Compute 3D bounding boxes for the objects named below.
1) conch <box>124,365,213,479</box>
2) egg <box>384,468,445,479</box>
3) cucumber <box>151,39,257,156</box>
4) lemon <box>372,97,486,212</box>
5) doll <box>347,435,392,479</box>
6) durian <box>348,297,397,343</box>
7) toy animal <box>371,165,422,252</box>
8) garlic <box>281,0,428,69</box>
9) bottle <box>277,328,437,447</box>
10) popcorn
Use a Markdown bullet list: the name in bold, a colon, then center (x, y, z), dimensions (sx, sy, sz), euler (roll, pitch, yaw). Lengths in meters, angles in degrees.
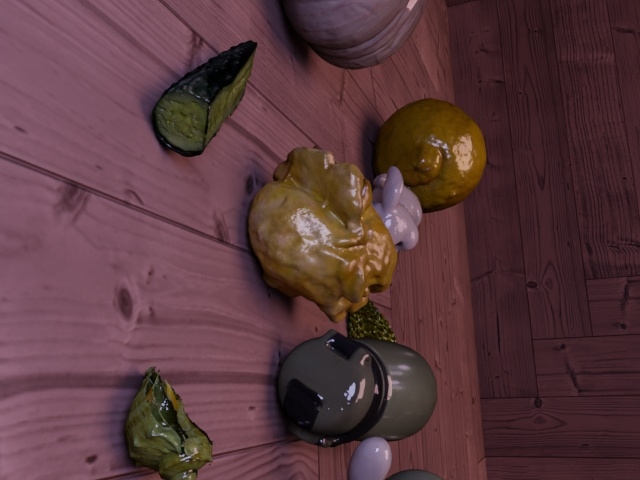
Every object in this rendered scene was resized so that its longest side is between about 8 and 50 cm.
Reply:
- **conch**: center (-0.137, 0.168, 0.556), dimensions (0.089, 0.074, 0.121), euler (117, -42, -55)
- **egg**: center (0.161, 0.523, 1.062), dimensions (0.283, 0.203, 0.203), euler (-55, 135, -63)
- **cucumber**: center (-0.130, -0.179, 0.722), dimensions (0.211, 0.062, 0.078), euler (-76, -174, -55)
- **lemon**: center (0.263, -0.206, 1.479), dimensions (0.316, 0.285, 0.285), euler (-74, 150, -42)
- **doll**: center (0.006, 0.437, 0.805), dimensions (0.243, 0.159, 0.311), euler (-94, -173, -45)
- **durian**: center (0.107, 0.190, 1.212), dimensions (0.100, 0.086, 0.215), euler (-89, 161, -59)
- **toy animal**: center (0.140, -0.061, 1.299), dimensions (0.193, 0.127, 0.179), euler (-20, 100, -68)
- **garlic**: center (0.056, -0.445, 1.009), dimensions (0.317, 0.259, 0.318), euler (-8, 90, -74)
- **bottle**: center (0.058, 0.229, 0.951), dimensions (0.347, 0.168, 0.169), euler (28, 57, -60)
- **popcorn**: center (0.000, -0.002, 0.854), dimensions (0.191, 0.190, 0.254), euler (179, -108, -80)
